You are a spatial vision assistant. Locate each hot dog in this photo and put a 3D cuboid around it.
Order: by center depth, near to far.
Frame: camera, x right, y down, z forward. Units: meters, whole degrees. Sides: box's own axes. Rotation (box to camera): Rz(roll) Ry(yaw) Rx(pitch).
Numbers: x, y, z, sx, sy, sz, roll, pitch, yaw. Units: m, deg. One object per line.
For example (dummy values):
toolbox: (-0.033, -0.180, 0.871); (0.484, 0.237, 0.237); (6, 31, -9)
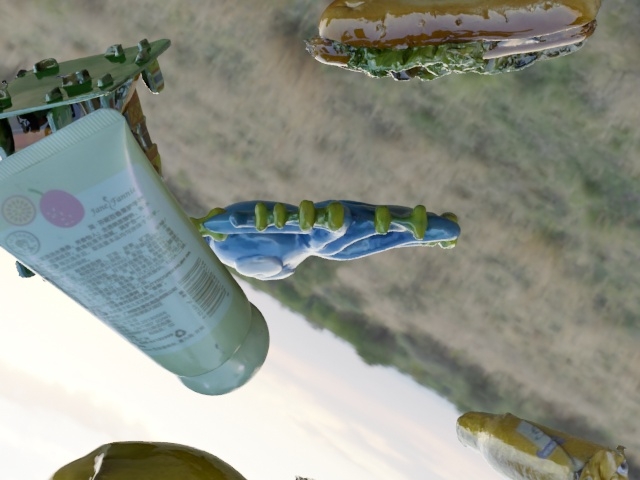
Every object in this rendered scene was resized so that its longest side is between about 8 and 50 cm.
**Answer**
hot dog: (0.150, -0.237, 1.165); (0.337, 0.100, 0.135); (-5, 173, 5)

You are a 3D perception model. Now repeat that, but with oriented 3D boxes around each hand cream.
hand cream: (-0.140, 0.025, 0.780); (0.306, 0.147, 0.093); (53, -163, -49)

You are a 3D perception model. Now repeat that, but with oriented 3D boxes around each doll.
doll: (0.000, 0.000, 1.232); (0.341, 0.099, 0.346); (0, 179, 16)

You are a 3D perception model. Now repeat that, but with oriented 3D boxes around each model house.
model house: (-0.311, -0.086, 1.384); (0.358, 0.242, 0.313); (-77, -28, -68)

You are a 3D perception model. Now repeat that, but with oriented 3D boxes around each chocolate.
chocolate: (0.215, 0.225, 1.049); (0.085, 0.086, 0.219); (32, 169, -28)

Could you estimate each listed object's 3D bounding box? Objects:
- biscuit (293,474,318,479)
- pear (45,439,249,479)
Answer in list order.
biscuit: (0.094, 0.282, 0.934); (0.252, 0.052, 0.150); (22, 165, -11)
pear: (-0.140, 0.345, 1.001); (0.336, 0.285, 0.285); (28, 179, -39)
